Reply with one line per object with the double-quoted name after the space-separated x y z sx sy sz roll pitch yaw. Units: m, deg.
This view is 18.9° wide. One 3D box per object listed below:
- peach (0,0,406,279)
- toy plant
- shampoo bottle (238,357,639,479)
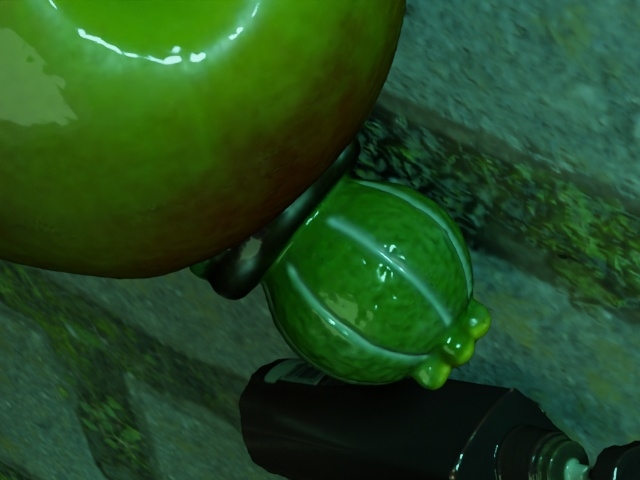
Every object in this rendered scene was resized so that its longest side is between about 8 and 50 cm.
-0.081 -0.098 0.661 0.231 0.231 0.231 30 149 20 "peach"
0.000 0.000 0.822 0.162 0.093 0.093 37 151 2 "toy plant"
0.059 0.098 0.910 0.236 0.068 0.067 6 136 49 "shampoo bottle"
